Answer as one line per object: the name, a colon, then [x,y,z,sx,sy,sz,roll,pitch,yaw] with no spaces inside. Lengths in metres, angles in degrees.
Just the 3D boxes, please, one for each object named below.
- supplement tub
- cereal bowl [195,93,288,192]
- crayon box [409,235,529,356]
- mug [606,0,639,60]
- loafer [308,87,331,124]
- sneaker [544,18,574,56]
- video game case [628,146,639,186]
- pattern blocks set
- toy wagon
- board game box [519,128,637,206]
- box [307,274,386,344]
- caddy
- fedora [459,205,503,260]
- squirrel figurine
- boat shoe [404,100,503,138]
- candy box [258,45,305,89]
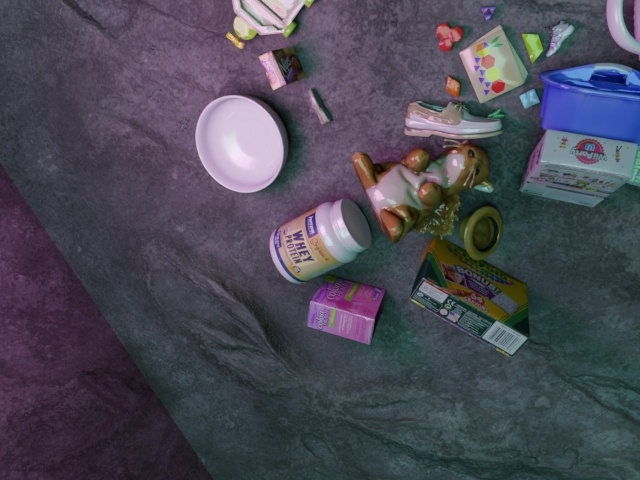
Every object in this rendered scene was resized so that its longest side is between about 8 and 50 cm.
supplement tub: [0.000,0.000,1.809,0.316,0.228,0.228,-27,103,28]
cereal bowl: [-0.261,-0.351,1.790,0.338,0.141,0.339,8,117,16]
crayon box: [0.496,0.167,1.659,0.362,0.313,0.106,30,123,4]
mug: [0.843,-0.549,1.174,0.373,0.276,0.329,-3,104,-9]
loafer: [-0.011,-0.452,1.713,0.039,0.045,0.125,-23,107,34]
sneaker: [0.655,-0.575,1.423,0.069,0.038,0.098,37,111,2]
video game case: [0.957,-0.251,1.471,0.173,0.022,0.191,19,119,11]
pattern blocks set: [0.509,-0.522,1.503,0.285,0.026,0.325,-13,109,25]
toy wagon: [-0.179,-0.767,1.595,0.267,0.068,0.344,39,121,-11]
board game box: [0.710,-0.196,1.426,0.223,0.303,0.098,13,84,13]
box: [0.103,0.253,1.897,0.242,0.213,0.118,14,118,14]
caddy: [0.758,-0.384,1.358,0.340,0.241,0.179,12,121,13]
fedora: [0.521,-0.030,1.675,0.079,0.194,0.195,27,130,53]
squirrel figurine: [0.340,-0.165,1.591,0.370,0.397,0.281,-27,68,3]
boat shoe: [0.405,-0.373,1.552,0.302,0.113,0.104,7,112,23]
candy box: [-0.119,-0.555,1.619,0.053,0.187,0.109,-17,107,25]
